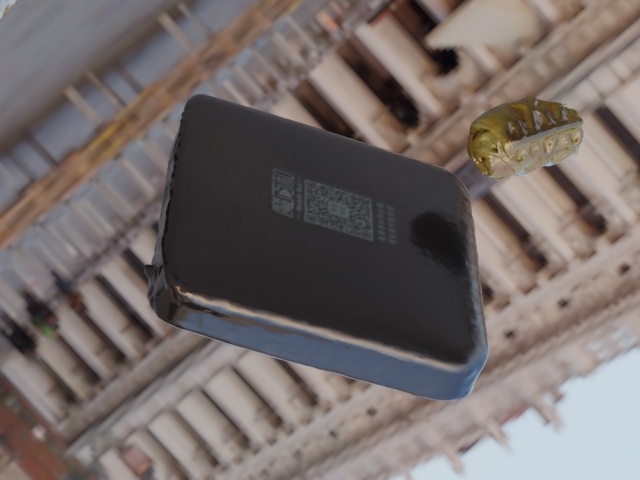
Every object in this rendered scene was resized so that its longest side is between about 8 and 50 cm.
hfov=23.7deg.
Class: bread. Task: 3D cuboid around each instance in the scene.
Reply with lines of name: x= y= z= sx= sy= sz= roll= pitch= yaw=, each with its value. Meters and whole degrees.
bread: x=0.180 y=-0.093 z=1.370 sx=0.110 sy=0.066 sz=0.060 roll=-18 pitch=-164 yaw=-28

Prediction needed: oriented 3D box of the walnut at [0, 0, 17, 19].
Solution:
walnut: x=-0.406 y=-0.330 z=1.322 sx=0.381 sy=0.381 sz=0.381 roll=-42 pitch=-176 yaw=3

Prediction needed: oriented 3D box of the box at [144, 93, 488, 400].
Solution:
box: x=0.000 y=0.000 z=1.294 sx=0.290 sy=0.289 sz=0.073 roll=-90 pitch=-160 yaw=-53
